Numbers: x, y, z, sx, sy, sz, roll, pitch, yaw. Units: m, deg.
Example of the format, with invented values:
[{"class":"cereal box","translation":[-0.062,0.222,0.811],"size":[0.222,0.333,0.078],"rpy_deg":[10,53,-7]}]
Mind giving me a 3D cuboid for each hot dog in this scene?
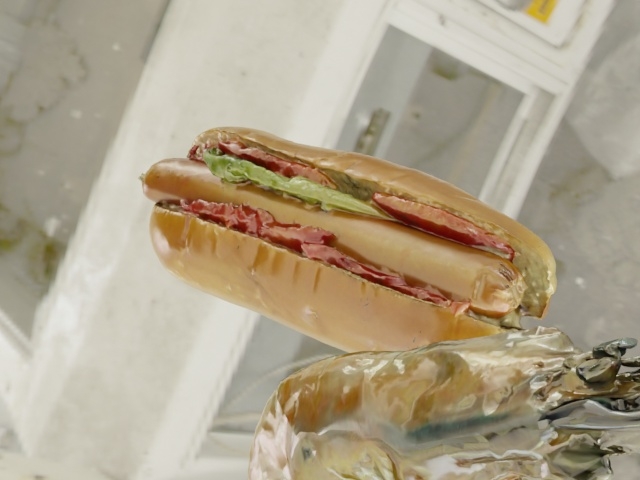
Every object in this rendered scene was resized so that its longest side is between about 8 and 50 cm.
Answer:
[{"class":"hot dog","translation":[0.000,0.000,0.684],"size":[0.236,0.062,0.092],"rpy_deg":[17,79,35]}]

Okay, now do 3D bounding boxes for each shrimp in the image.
[{"class":"shrimp","translation":[0.045,0.102,0.465],"size":[0.219,0.046,0.152],"rpy_deg":[-22,71,46]}]
